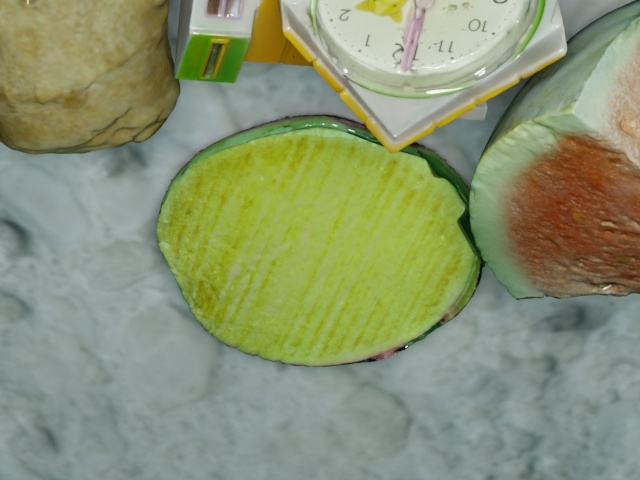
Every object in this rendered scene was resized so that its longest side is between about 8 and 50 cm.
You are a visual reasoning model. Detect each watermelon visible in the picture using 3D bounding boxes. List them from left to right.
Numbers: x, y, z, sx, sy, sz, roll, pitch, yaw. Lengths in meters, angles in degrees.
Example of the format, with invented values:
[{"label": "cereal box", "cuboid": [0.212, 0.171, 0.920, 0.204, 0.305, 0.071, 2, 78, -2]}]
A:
[{"label": "watermelon", "cuboid": [0.202, -0.055, 1.147, 0.256, 0.176, 0.260, -38, 126, 6]}]

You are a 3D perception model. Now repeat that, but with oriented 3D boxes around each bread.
[{"label": "bread", "cuboid": [0.000, 0.000, 1.329, 0.228, 0.033, 0.228, 2, 134, 2]}]

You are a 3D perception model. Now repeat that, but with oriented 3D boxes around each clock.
[{"label": "clock", "cuboid": [0.046, -0.185, 1.043, 0.235, 0.166, 0.309, 3, 134, -10]}]

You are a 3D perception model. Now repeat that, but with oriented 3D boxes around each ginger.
[{"label": "ginger", "cuboid": [-0.196, -0.181, 1.115, 0.190, 0.126, 0.354, -21, 130, 32]}]
